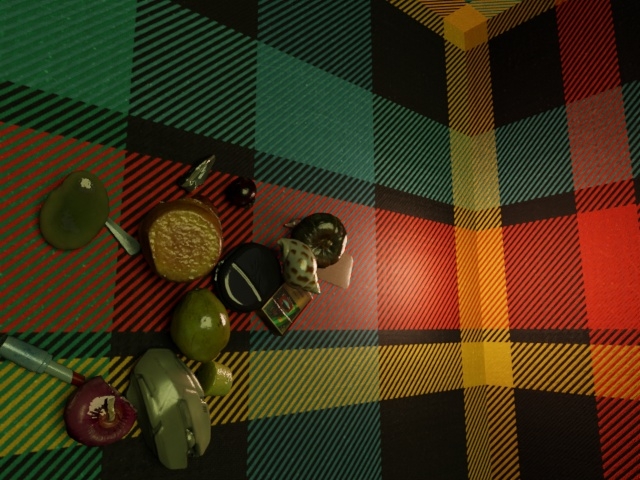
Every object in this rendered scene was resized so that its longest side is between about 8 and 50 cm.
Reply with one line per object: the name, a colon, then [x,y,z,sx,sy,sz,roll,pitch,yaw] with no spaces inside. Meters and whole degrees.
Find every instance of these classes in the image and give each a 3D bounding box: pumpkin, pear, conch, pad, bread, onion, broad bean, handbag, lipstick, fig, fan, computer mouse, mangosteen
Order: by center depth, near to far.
lipstick: [-0.830,0.373,1.410,0.274,0.061,0.068,44,52,-32]
onion: [-0.684,0.536,1.439,0.207,0.200,0.201,72,38,-53]
broad bean: [-0.780,-0.096,1.499,0.189,0.121,0.263,26,90,-37]
computer mouse: [-0.503,0.571,1.600,0.228,0.145,0.430,-24,98,-43]
fan: [-0.725,-0.064,1.606,0.057,0.023,0.282,-48,114,-29]
bread: [-0.484,0.008,1.655,0.311,0.172,0.313,-5,105,-20]
pear: [-0.429,0.301,1.670,0.212,0.212,0.270,-3,91,-41]
bread: [-0.392,0.515,1.734,0.114,0.111,0.129,27,70,-43]
fig: [-0.452,-0.097,1.788,0.128,0.128,0.151,6,102,-40]
handbag: [-0.290,0.144,1.884,0.254,0.093,0.308,53,53,-15]
mangosteen: [-0.316,-0.190,1.923,0.140,0.140,0.140,9,76,-39]
conch: [-0.087,0.109,1.943,0.148,0.183,0.275,-12,105,0]
pumpkin: [0.002,0.001,2.074,0.260,0.189,0.261,-9,111,-24]
pad: [0.052,0.116,2.250,0.266,0.002,0.176,26,66,-35]

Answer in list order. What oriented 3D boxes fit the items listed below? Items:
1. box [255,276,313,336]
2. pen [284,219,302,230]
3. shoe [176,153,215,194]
box: [-0.154,0.268,2.001,0.240,0.071,0.159,-50,116,-35]
pen: [-0.086,-0.070,2.147,0.197,0.032,0.053,-2,84,-42]
shoe: [-0.473,-0.259,1.832,0.194,0.074,0.077,-53,127,-31]
